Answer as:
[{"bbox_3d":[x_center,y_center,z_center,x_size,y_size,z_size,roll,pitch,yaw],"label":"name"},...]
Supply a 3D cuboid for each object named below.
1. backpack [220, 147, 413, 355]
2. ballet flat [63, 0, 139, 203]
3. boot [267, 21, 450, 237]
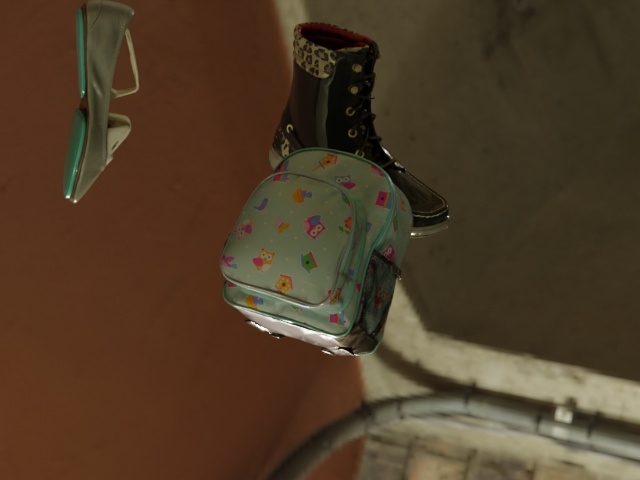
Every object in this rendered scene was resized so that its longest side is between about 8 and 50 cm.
[{"bbox_3d":[0.000,0.000,1.478,0.188,0.165,0.144,-66,-30,-17],"label":"backpack"},{"bbox_3d":[-0.220,-0.138,1.508,0.068,0.072,0.213,2,-71,-18],"label":"ballet flat"},{"bbox_3d":[0.047,-0.119,1.605,0.085,0.236,0.179,-29,-42,-44],"label":"boot"}]
